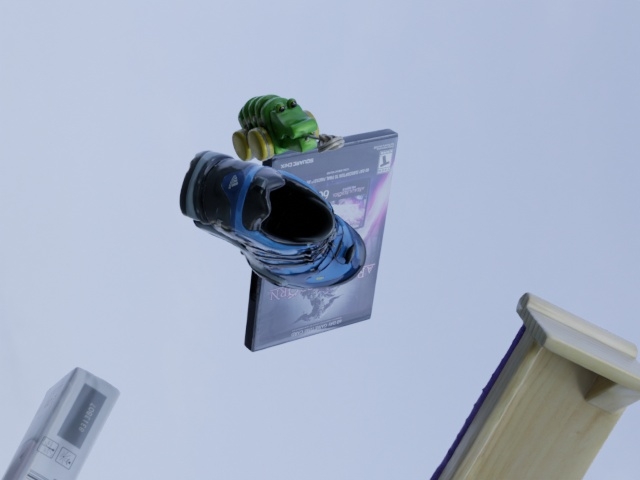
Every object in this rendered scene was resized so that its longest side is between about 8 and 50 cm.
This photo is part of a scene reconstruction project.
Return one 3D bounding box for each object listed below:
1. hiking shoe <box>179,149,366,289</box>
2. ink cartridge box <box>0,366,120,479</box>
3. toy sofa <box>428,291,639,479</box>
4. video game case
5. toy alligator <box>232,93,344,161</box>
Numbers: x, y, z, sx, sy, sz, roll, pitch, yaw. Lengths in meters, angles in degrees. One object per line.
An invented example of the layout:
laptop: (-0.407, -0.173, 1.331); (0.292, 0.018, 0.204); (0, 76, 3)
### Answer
hiking shoe: (-0.027, -0.005, 1.581); (0.132, 0.304, 0.113); (13, -98, 40)
ink cartridge box: (-0.287, 0.237, 1.290); (0.066, 0.189, 0.232); (36, -37, -18)
toy sofa: (0.205, 0.246, 1.534); (0.363, 0.150, 0.177); (-62, -167, 13)
video game case: (0.000, 0.000, 1.757); (0.026, 0.196, 0.274); (36, -51, 44)
toy alligator: (-0.032, -0.100, 1.174); (0.189, 0.056, 0.051); (5, -65, 65)
